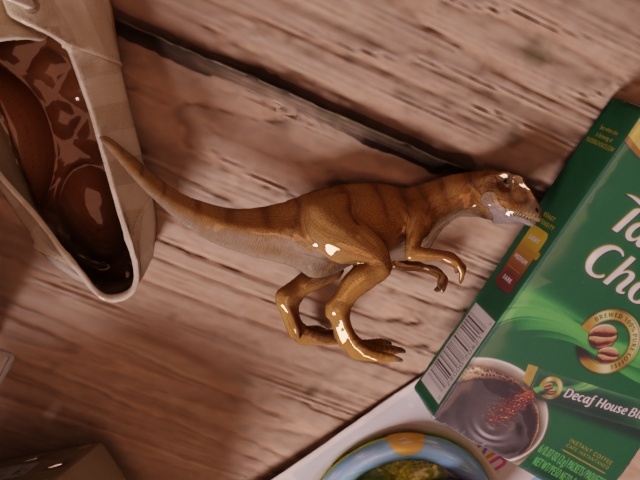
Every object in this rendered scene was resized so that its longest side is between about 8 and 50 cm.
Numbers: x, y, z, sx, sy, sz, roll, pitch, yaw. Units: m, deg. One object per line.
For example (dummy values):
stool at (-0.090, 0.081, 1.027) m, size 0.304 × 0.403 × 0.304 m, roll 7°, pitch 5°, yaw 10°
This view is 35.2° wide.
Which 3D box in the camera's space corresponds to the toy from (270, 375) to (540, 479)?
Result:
toy at (0.032, 0.178, 0.563) m, size 0.237 × 0.056 × 0.137 m, roll -34°, pitch 113°, yaw 8°

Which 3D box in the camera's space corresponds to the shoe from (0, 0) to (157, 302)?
shoe at (-0.121, -0.071, 0.440) m, size 0.076 × 0.058 × 0.219 m, roll -18°, pitch 113°, yaw 1°

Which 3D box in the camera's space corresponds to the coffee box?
coffee box at (0.144, 0.034, 0.513) m, size 0.113 × 0.040 × 0.184 m, roll 32°, pitch 97°, yaw -16°

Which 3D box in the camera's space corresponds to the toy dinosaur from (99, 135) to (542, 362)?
toy dinosaur at (0.000, 0.000, 0.492) m, size 0.211 × 0.064 × 0.112 m, roll -4°, pitch 101°, yaw -17°

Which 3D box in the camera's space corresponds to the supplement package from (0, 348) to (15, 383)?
supplement package at (-0.267, 0.101, 0.396) m, size 0.194 × 0.149 × 0.203 m, roll 31°, pitch 63°, yaw -16°

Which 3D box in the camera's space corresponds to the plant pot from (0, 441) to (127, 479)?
plant pot at (-0.143, 0.161, 0.506) m, size 0.109 × 0.109 × 0.096 m, roll -11°, pitch 94°, yaw 9°
